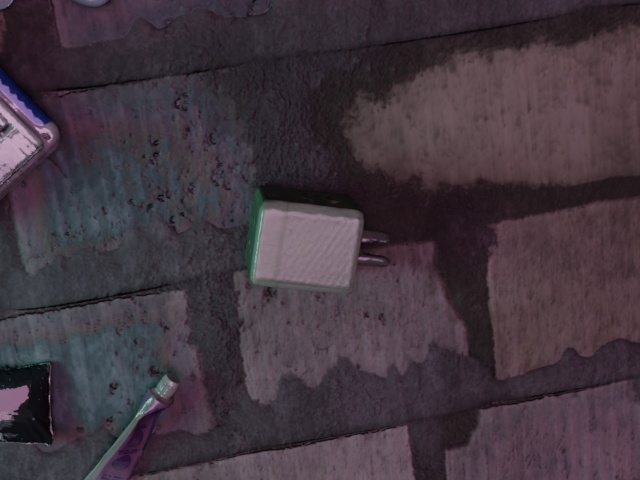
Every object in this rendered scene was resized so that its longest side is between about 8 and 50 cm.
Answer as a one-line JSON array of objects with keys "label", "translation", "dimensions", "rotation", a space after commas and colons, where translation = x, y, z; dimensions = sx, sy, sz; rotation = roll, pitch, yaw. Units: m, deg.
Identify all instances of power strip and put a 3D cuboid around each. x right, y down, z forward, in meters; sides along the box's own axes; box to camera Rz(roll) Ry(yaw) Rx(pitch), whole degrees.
[{"label": "power strip", "translation": [0.000, 0.000, 1.327], "dimensions": [0.224, 0.140, 0.139], "rotation": [6, 102, -11]}]

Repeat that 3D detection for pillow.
[{"label": "pillow", "translation": [-0.546, 0.271, 1.359], "dimensions": [0.208, 0.055, 0.141], "rotation": [0, 95, -9]}]

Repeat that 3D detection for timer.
[{"label": "timer", "translation": [-0.529, -0.133, 1.223], "dimensions": [0.253, 0.078, 0.178], "rotation": [-46, 107, -10]}]

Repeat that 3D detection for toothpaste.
[{"label": "toothpaste", "translation": [-0.326, 0.349, 1.412], "dimensions": [0.075, 0.048, 0.301], "rotation": [22, 108, -41]}]

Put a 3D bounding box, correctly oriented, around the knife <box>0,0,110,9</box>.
[{"label": "knife", "translation": [-0.469, -0.381, 1.222], "dimensions": [0.331, 0.044, 0.080], "rotation": [2, 110, -3]}]
